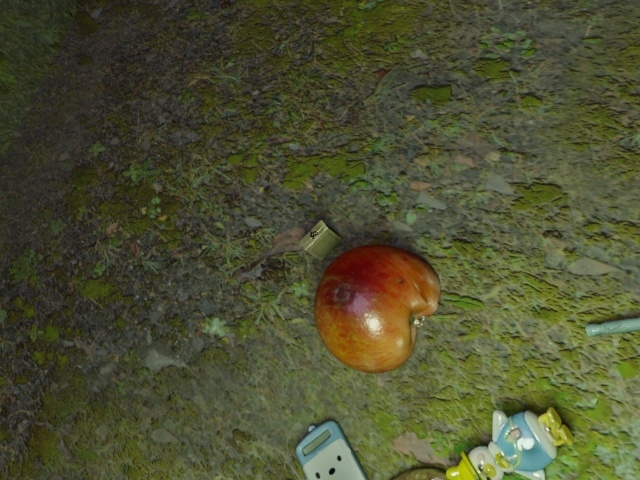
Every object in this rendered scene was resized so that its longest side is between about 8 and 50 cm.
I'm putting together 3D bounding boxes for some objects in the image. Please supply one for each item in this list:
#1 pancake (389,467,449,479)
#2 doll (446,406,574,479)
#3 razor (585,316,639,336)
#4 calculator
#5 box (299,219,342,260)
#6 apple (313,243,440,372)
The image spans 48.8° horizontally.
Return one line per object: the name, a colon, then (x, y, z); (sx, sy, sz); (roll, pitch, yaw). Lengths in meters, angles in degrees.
pancake: (0.188, 0.560, 1.365); (0.241, 0.050, 0.242); (-14, 61, 26)
doll: (0.347, 0.397, 1.311); (0.241, 0.135, 0.099); (-36, 26, 12)
razor: (0.599, 0.146, 1.281); (0.231, 0.106, 0.068); (-14, 62, 37)
calculator: (0.023, 0.486, 1.509); (0.121, 0.039, 0.210); (-38, 53, 10)
box: (0.000, 0.000, 1.713); (0.079, 0.083, 0.035); (-45, 53, 6)
apple: (0.103, 0.133, 1.541); (0.251, 0.163, 0.293); (13, 78, 37)
